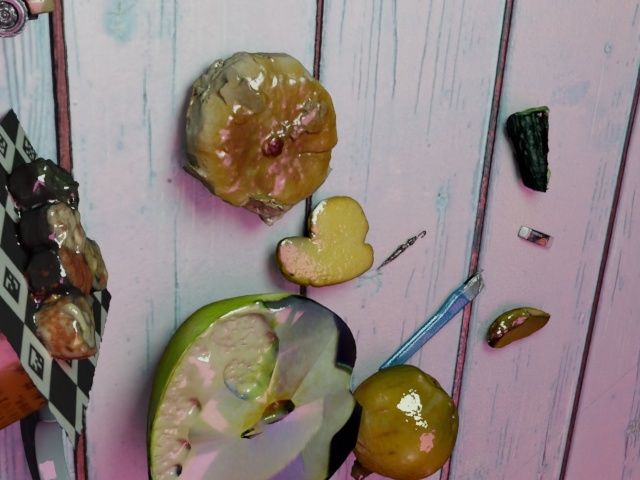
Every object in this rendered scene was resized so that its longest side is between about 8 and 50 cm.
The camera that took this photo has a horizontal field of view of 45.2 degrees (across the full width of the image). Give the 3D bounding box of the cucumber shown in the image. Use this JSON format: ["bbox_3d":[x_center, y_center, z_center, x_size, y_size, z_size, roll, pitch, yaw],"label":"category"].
[{"bbox_3d":[0.403,-0.187,1.469,0.085,0.115,0.193,-9,129,18],"label":"cucumber"}]

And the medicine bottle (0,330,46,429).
[{"bbox_3d":[-0.518,0.176,0.935,0.384,0.224,0.225,-28,122,-20],"label":"medicine bottle"}]

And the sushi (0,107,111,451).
[{"bbox_3d":[-0.308,0.021,0.939,0.068,0.339,0.320,-18,118,2],"label":"sushi"}]

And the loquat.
[{"bbox_3d":[0.140,0.357,1.449,0.213,0.213,0.246,35,98,-37],"label":"loquat"}]

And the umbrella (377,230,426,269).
[{"bbox_3d":[0.151,0.016,1.430,0.122,0.013,0.022,-36,145,-18],"label":"umbrella"}]

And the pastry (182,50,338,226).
[{"bbox_3d":[-0.078,-0.157,1.145,0.257,0.120,0.236,30,91,-38],"label":"pastry"}]

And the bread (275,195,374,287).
[{"bbox_3d":[0.000,0.000,1.301,0.187,0.065,0.150,-10,103,-26],"label":"bread"}]

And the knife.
[{"bbox_3d":[0.224,0.166,1.531,0.296,0.026,0.044,-41,122,-9],"label":"knife"}]

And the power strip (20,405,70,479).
[{"bbox_3d":[-0.395,0.307,1.119,0.044,0.137,0.216,-14,121,-35],"label":"power strip"}]

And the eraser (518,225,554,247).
[{"bbox_3d":[0.453,-0.007,1.609,0.099,0.019,0.027,16,99,-37],"label":"eraser"}]

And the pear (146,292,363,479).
[{"bbox_3d":[-0.125,0.248,1.250,0.398,0.165,0.399,-12,115,-28],"label":"pear"}]

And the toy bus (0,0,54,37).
[{"bbox_3d":[-0.454,-0.294,0.843,0.289,0.139,0.157,-14,111,-24],"label":"toy bus"}]

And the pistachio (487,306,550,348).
[{"bbox_3d":[0.417,0.174,1.641,0.172,0.049,0.090,-15,141,-29],"label":"pistachio"}]
